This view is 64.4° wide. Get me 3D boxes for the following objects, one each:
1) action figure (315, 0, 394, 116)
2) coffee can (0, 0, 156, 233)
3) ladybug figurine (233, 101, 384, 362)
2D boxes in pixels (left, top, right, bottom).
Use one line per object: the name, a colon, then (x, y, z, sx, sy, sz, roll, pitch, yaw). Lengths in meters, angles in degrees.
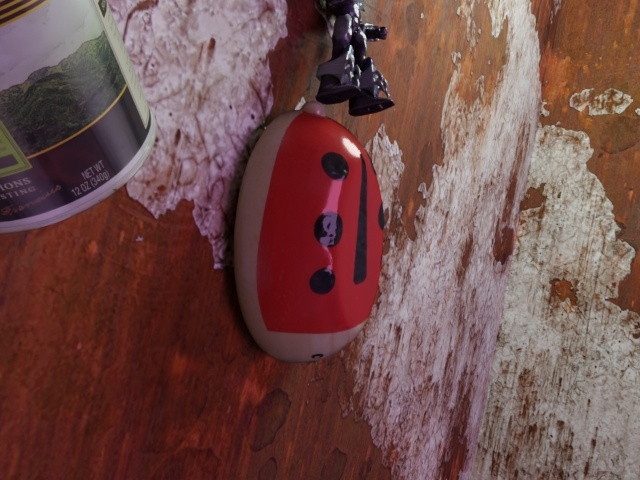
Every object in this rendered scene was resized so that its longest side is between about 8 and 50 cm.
action figure: (0.052, -0.357, 0.860, 0.185, 0.099, 0.285, 15, 68, -51)
coffee can: (-0.256, -0.168, 0.353, 0.202, 0.201, 0.275, -55, 155, -31)
ladybug figurine: (0.000, 0.000, 0.852, 0.305, 0.161, 0.450, -21, 115, -51)
